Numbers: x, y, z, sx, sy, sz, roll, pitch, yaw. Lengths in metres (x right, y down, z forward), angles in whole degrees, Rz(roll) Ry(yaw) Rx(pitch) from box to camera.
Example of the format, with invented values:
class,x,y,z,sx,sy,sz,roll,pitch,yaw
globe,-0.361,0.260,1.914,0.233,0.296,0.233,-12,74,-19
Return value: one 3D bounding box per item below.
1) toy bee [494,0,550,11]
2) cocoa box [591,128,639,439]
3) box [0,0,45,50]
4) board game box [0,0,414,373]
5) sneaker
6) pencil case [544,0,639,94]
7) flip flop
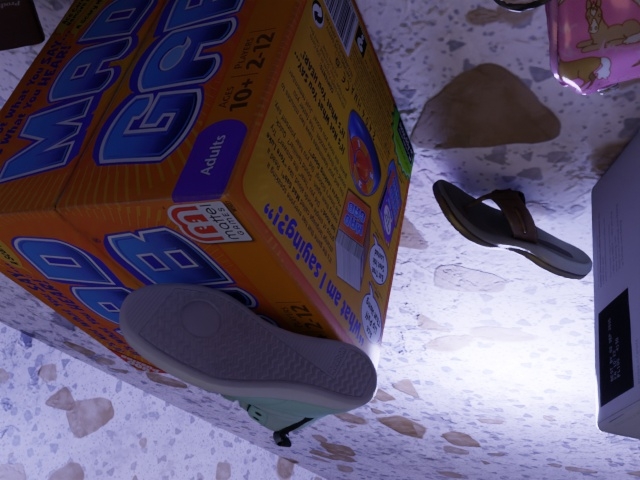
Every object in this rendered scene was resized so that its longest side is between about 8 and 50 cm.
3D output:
class,x,y,z,sx,sy,sz,roll,pitch,yaw
toy bee,0.176,-0.341,0.426,0.195,0.162,0.298,36,119,-17
cocoa box,0.458,0.039,0.684,0.227,0.347,0.231,14,148,2
box,-0.384,-0.307,0.548,0.191,0.143,0.381,-19,171,-19
board game box,-0.124,-0.071,0.750,0.356,0.356,0.356,-3,144,25
sneaker,-0.089,0.135,0.623,0.255,0.094,0.151,23,140,-19
pencil case,0.383,-0.217,0.496,0.386,0.160,0.167,-1,166,24
flip flop,0.284,-0.028,0.903,0.277,0.112,0.080,24,122,-10
